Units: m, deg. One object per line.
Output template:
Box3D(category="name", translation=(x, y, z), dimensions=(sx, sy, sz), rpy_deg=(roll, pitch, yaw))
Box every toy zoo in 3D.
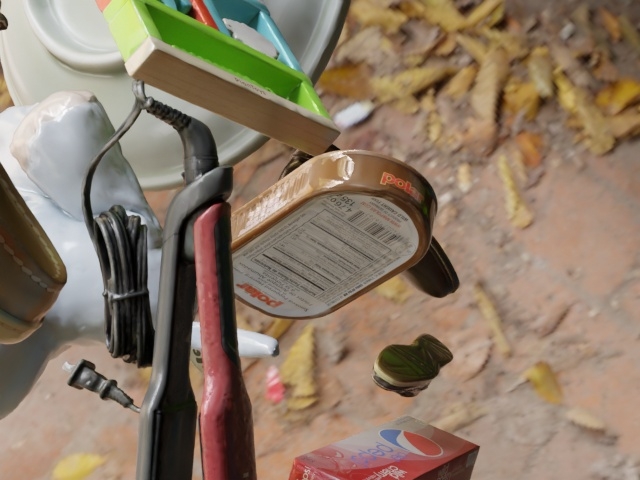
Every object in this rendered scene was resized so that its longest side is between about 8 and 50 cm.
Box3D(category="toy zoo", translation=(-0.110, -0.196, 1.172), dimensions=(0.192, 0.030, 0.293), rpy_deg=(21, 32, -46))

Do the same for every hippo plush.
Box3D(category="hippo plush", translation=(-0.233, 0.054, 1.184), dimensions=(0.237, 0.234, 0.294), rpy_deg=(-32, 82, -27))

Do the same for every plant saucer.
Box3D(category="plant saucer", translation=(-0.161, -0.248, 1.398), dimensions=(0.100, 0.401, 0.400), rpy_deg=(19, 61, -57))

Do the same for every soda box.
Box3D(category="soda box", translation=(0.057, 0.234, 1.454), dimensions=(0.092, 0.263, 0.083), rpy_deg=(21, 101, 23))

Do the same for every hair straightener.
Box3D(category="hair straightener", translation=(-0.076, 0.048, 0.649), dimensions=(0.089, 0.047, 0.230), rpy_deg=(-3, 96, 22))

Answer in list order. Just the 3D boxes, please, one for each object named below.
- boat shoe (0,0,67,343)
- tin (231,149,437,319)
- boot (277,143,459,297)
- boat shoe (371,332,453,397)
Box3D(category="boat shoe", translation=(-0.189, -0.095, 0.673), dimensions=(0.110, 0.121, 0.341), rpy_deg=(-31, 125, -3))
Box3D(category="tin", translation=(0.000, 0.000, 1.098), dimensions=(0.106, 0.190, 0.040), rpy_deg=(34, 47, -22))
Box3D(category="boot", translation=(0.033, 0.010, 1.455), dimensions=(0.219, 0.082, 0.106), rpy_deg=(42, 68, -21))
Box3D(category="boat shoe", translation=(0.087, 0.131, 1.522), dimensions=(0.056, 0.049, 0.152), rpy_deg=(39, 20, 18))
